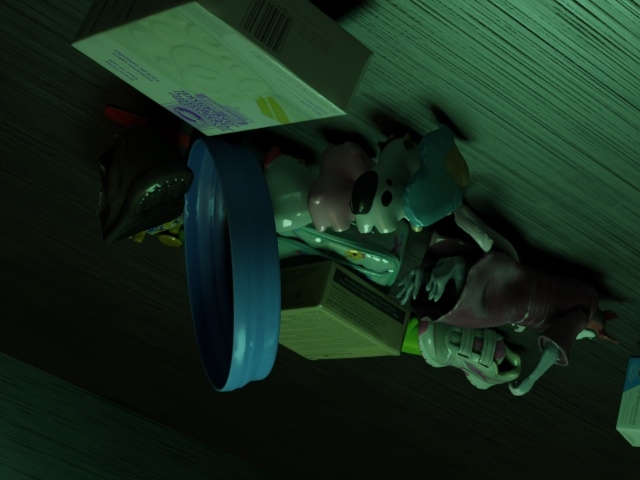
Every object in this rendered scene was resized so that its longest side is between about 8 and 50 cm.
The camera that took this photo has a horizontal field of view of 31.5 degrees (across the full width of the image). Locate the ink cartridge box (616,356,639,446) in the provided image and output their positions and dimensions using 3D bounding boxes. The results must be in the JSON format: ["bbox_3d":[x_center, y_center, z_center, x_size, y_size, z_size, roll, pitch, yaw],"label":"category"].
[{"bbox_3d":[0.646,0.289,2.009,0.203,0.148,0.086,-4,146,39],"label":"ink cartridge box"}]

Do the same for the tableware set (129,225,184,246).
[{"bbox_3d":[-0.315,-0.018,2.181,0.154,0.024,0.104,-8,149,43],"label":"tableware set"}]

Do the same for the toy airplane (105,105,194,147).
[{"bbox_3d":[-0.282,-0.166,1.821,0.151,0.028,0.151,14,156,6],"label":"toy airplane"}]

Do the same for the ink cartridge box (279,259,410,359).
[{"bbox_3d":[0.000,0.122,1.904,0.193,0.088,0.235,33,153,-34],"label":"ink cartridge box"}]

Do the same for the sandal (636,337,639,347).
[{"bbox_3d":[0.615,0.170,1.894,0.090,0.060,0.219,31,168,-14],"label":"sandal"}]

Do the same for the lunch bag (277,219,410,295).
[{"bbox_3d":[0.000,0.000,1.884,0.279,0.107,0.224,18,157,0],"label":"lunch bag"}]

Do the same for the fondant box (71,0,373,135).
[{"bbox_3d":[-0.130,-0.239,1.416,0.238,0.096,0.330,33,162,-31],"label":"fondant box"}]

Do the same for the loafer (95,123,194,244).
[{"bbox_3d":[-0.290,-0.096,1.824,0.130,0.134,0.366,65,154,6],"label":"loafer"}]

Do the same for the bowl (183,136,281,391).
[{"bbox_3d":[-0.140,0.034,1.753,0.077,0.391,0.391,-5,162,-17],"label":"bowl"}]

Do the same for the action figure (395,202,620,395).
[{"bbox_3d":[0.323,0.078,1.819,0.370,0.248,0.275,11,116,-15],"label":"action figure"}]

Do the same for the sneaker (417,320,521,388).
[{"bbox_3d":[0.288,0.201,2.148,0.252,0.102,0.111,27,152,-35],"label":"sneaker"}]

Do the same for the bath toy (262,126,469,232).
[{"bbox_3d":[0.043,-0.089,1.644,0.348,0.151,0.129,-2,111,43],"label":"bath toy"}]

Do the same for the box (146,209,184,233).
[{"bbox_3d":[-0.273,-0.059,2.016,0.059,0.054,0.169,32,152,-28],"label":"box"}]

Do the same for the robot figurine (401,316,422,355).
[{"bbox_3d":[0.183,0.188,2.217,0.115,0.067,0.101,9,163,20],"label":"robot figurine"}]
